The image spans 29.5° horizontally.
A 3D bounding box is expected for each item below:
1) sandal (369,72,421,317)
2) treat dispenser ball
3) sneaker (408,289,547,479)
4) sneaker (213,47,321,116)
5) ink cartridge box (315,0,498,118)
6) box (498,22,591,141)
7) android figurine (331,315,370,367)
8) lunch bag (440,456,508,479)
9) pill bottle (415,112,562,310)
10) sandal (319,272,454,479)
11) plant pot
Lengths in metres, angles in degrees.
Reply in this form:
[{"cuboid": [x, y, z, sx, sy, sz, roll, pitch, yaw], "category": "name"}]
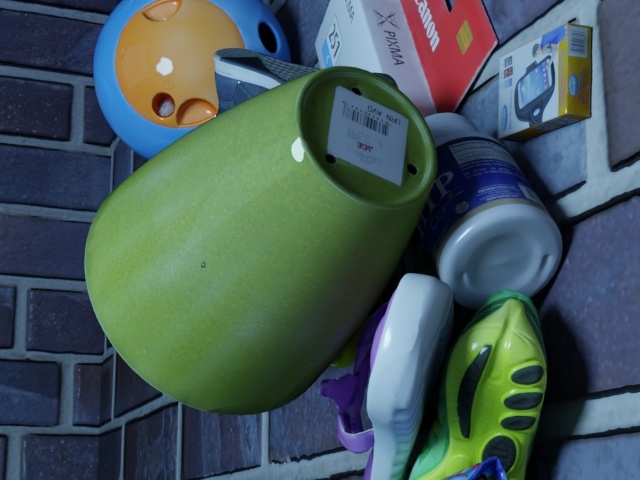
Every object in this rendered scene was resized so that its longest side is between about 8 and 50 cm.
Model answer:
[{"cuboid": [0.080, -0.033, 1.265, 0.120, 0.086, 0.303, 36, 141, 60], "category": "sandal"}, {"cuboid": [-0.185, -0.244, 1.768, 0.288, 0.288, 0.288, -175, 90, -70], "category": "treat dispenser ball"}, {"cuboid": [0.146, 0.170, 1.080, 0.123, 0.109, 0.296, -60, -13, -51], "category": "sneaker"}, {"cuboid": [-0.051, -0.147, 1.580, 0.226, 0.086, 0.163, 24, 120, 38], "category": "sneaker"}, {"cuboid": [0.082, -0.222, 1.366, 0.261, 0.066, 0.296, 114, 152, -44], "category": "ink cartridge box"}, {"cuboid": [0.196, -0.138, 1.093, 0.136, 0.028, 0.081, 164, 110, -66], "category": "box"}, {"cuboid": [-0.020, 0.033, 1.346, 0.056, 0.248, 0.273, -18, 31, 34], "category": "android figurine"}, {"cuboid": [0.114, 0.361, 0.999, 0.221, 0.138, 0.293, -40, 78, 48], "category": "lunch bag"}, {"cuboid": [0.136, -0.034, 1.107, 0.187, 0.112, 0.112, -112, 33, -51], "category": "pill bottle"}, {"cuboid": [0.055, 0.130, 1.133, 0.416, 0.102, 0.169, 92, -161, -62], "category": "sandal"}, {"cuboid": [-0.033, -0.022, 1.091, 0.293, 0.274, 0.275, -43, 45, 49], "category": "plant pot"}]
